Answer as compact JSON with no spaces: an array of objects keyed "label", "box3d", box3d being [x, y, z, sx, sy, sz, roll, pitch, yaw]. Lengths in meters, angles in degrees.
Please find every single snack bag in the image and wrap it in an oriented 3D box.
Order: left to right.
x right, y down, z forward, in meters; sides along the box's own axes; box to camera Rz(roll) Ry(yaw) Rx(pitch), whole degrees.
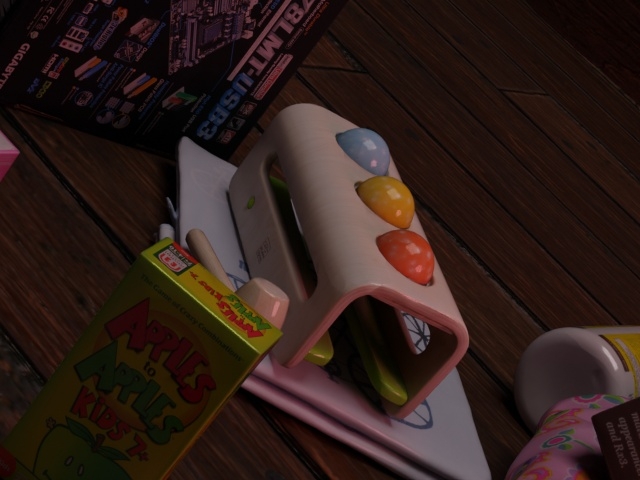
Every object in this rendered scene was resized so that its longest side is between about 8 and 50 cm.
[{"label":"snack bag","box3d":[-0.007,0.060,1.407,0.323,0.037,0.342,30,24,-22]}]

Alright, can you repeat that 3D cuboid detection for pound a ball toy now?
[{"label":"pound a ball toy","box3d":[0.000,0.000,1.303,0.208,0.135,0.319,27,24,-28]}]

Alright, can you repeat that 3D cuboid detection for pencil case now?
[{"label":"pencil case","box3d":[0.205,0.216,1.326,0.124,0.124,0.284,41,21,6]}]

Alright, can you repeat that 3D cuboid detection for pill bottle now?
[{"label":"pill bottle","box3d":[0.288,0.142,1.587,0.117,0.117,0.215,50,25,26]}]

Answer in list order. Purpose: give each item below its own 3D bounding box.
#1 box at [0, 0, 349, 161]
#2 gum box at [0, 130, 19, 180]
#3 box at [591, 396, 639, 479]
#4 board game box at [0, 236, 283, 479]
[{"label":"box","box3d":[-0.128,-0.217,1.417,0.293,0.295,0.073,15,34,-43]},{"label":"gum box","box3d":[-0.304,-0.076,1.119,0.188,0.107,0.062,46,23,19]},{"label":"box","box3d":[0.372,0.236,1.343,0.381,0.143,0.191,29,41,-59]},{"label":"board game box","box3d":[-0.114,0.097,0.971,0.092,0.181,0.043,40,22,5]}]
